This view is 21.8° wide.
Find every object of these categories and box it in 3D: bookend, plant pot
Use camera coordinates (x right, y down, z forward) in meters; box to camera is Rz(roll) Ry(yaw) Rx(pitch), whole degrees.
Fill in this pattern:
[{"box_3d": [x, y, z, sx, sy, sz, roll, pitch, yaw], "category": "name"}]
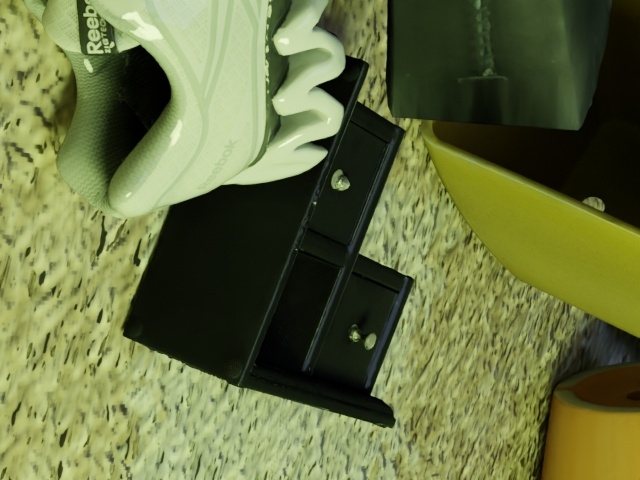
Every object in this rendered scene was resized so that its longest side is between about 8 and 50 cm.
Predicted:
[{"box_3d": [0.000, 0.000, 0.817, 0.157, 0.072, 0.156, 26, 84, -58], "category": "bookend"}, {"box_3d": [0.238, 0.192, 1.185, 0.205, 0.205, 0.188, -20, 108, -51], "category": "plant pot"}, {"box_3d": [0.205, -0.050, 0.992, 0.212, 0.212, 0.187, -55, 158, -22], "category": "plant pot"}]

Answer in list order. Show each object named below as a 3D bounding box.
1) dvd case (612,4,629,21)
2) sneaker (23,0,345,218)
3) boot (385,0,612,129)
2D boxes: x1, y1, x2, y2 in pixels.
[{"box_3d": [0.319, -0.211, 1.118, 0.253, 0.022, 0.180, -43, 149, 12], "category": "dvd case"}, {"box_3d": [-0.057, -0.137, 0.635, 0.118, 0.110, 0.292, -28, 129, -36], "category": "sneaker"}, {"box_3d": [0.100, -0.319, 0.706, 0.445, 0.146, 0.367, 76, 34, -44], "category": "boot"}]
